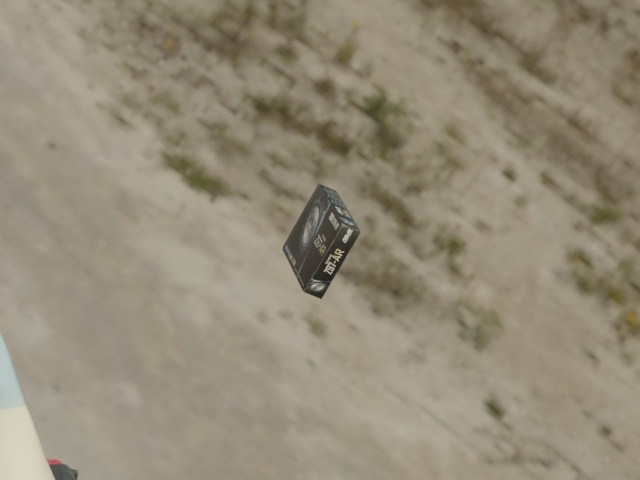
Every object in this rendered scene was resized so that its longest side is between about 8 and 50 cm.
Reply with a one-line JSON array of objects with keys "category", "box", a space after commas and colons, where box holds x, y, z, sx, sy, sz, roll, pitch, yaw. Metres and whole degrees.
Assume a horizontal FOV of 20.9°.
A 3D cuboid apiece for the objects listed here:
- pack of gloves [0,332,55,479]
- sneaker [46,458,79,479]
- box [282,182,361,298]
[{"category": "pack of gloves", "box": [-0.191, 0.043, 0.766, 0.195, 0.046, 0.232, 12, 48, -57]}, {"category": "sneaker", "box": [-0.193, 0.213, 0.947, 0.112, 0.121, 0.299, 18, 16, -20]}, {"category": "box", "box": [0.000, 0.000, 1.422, 0.018, 0.067, 0.083, 23, 18, -23]}]
